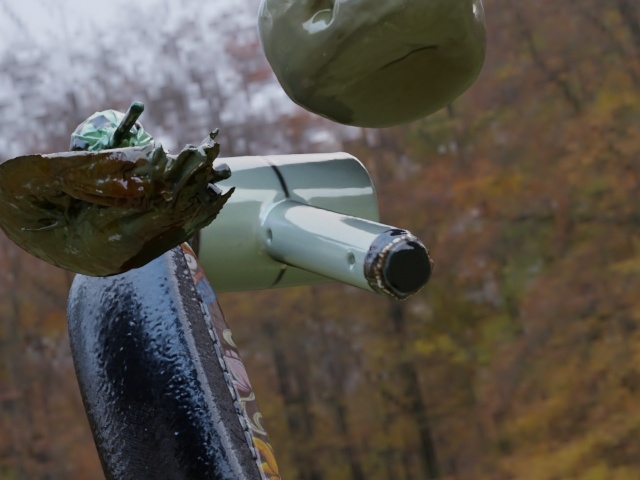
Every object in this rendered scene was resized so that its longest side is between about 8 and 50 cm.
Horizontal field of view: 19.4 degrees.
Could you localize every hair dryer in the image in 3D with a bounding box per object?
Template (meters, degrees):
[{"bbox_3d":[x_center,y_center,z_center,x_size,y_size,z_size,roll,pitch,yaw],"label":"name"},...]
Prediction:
[{"bbox_3d":[0.000,0.000,1.673,0.203,0.128,0.362,-4,10,-29],"label":"hair dryer"}]

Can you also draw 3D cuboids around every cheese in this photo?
[{"bbox_3d":[0.060,-0.203,1.760,0.235,0.117,0.218,-3,-36,-30],"label":"cheese"}]

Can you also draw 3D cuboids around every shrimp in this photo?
[{"bbox_3d":[-0.136,-0.025,1.178,0.115,0.051,0.217,29,-31,-32],"label":"shrimp"}]

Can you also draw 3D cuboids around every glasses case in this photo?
[{"bbox_3d":[-0.113,0.132,1.423,0.122,0.321,0.082,-40,-35,28],"label":"glasses case"}]

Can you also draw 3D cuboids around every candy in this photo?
[{"bbox_3d":[-0.179,-0.090,1.714,0.083,0.091,0.305,-39,3,-13],"label":"candy"}]
